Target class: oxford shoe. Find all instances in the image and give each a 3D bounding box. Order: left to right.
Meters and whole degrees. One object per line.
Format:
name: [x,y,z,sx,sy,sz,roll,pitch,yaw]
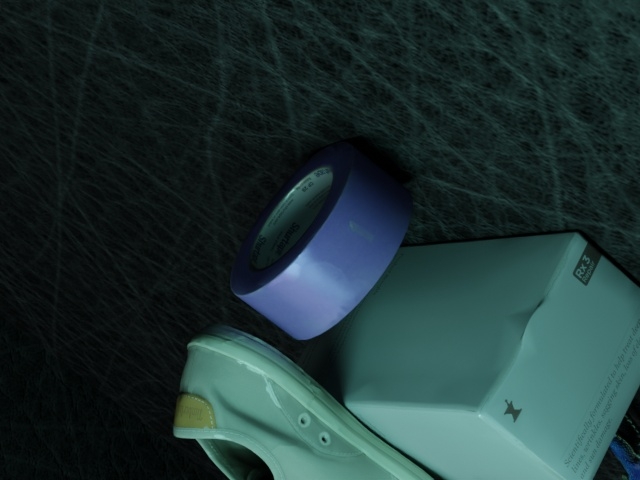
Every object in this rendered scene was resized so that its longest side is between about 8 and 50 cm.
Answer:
oxford shoe: [0.013,0.256,1.867,0.449,0.130,0.169,40,157,-27]

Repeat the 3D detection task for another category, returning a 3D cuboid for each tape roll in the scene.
tape roll: [0.000,0.000,1.794,0.080,0.189,0.189,37,159,-18]

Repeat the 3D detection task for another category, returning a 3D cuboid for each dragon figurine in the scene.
dragon figurine: [0.399,0.254,1.991,0.289,0.085,0.144,25,160,17]

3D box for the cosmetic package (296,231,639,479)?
cosmetic package: [0.147,0.124,1.853,0.156,0.217,0.385,40,160,-25]
